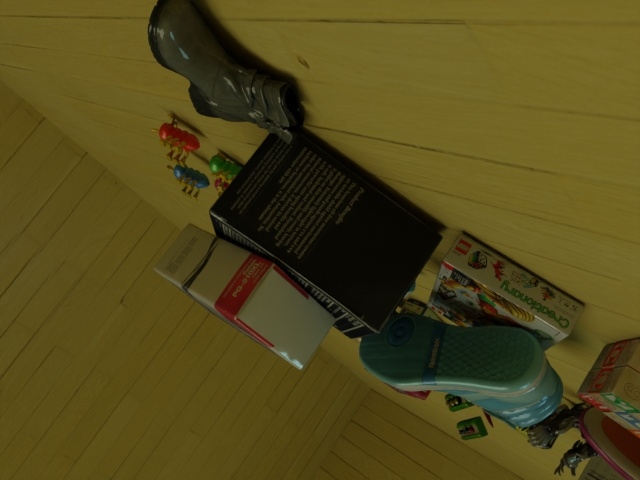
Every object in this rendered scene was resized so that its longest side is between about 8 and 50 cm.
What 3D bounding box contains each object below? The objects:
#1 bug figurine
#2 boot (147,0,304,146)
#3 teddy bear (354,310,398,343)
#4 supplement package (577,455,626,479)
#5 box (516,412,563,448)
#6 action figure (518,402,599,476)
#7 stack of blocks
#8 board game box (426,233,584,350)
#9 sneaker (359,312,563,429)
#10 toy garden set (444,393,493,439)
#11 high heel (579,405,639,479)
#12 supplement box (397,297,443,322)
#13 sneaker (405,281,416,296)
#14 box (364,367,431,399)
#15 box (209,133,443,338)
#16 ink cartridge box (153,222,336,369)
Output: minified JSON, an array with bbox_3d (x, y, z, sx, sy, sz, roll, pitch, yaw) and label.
[{"bbox_3d":[-0.241,-0.149,1.524,0.216,0.072,0.279,28,163,6],"label":"bug figurine"},{"bbox_3d":[-0.104,-0.213,0.926,0.161,0.083,0.246,20,166,18],"label":"boot"},{"bbox_3d":[0.051,0.124,1.599,0.338,0.113,0.245,42,-179,-40],"label":"teddy bear"},{"bbox_3d":[0.681,0.564,1.572,0.204,0.145,0.262,27,166,35],"label":"supplement package"},{"bbox_3d":[0.433,0.370,1.652,0.232,0.087,0.058,35,166,8],"label":"box"},{"bbox_3d":[0.484,0.387,1.447,0.164,0.141,0.276,52,165,-19],"label":"action figure"},{"bbox_3d":[0.508,0.248,0.948,0.297,0.087,0.171,34,168,7],"label":"stack of blocks"},{"bbox_3d":[0.268,0.100,1.123,0.193,0.053,0.305,32,168,13],"label":"board game box"},{"bbox_3d":[0.226,0.216,1.153,0.319,0.127,0.208,4,152,42],"label":"sneaker"},{"bbox_3d":[0.294,0.316,1.597,0.204,0.049,0.244,119,131,-68],"label":"toy garden set"},{"bbox_3d":[0.569,0.394,1.232,0.377,0.127,0.181,32,158,-1],"label":"high heel"},{"bbox_3d":[0.205,0.183,1.551,0.056,0.083,0.083,18,158,52],"label":"supplement box"},{"bbox_3d":[0.073,0.076,1.379,0.229,0.087,0.092,6,143,26],"label":"sneaker"},{"bbox_3d":[0.233,0.351,2.036,0.128,0.122,0.257,36,168,-6],"label":"box"},{"bbox_3d":[0.000,0.000,1.159,0.294,0.182,0.296,37,170,1],"label":"box"},{"bbox_3d":[-0.119,0.081,1.125,0.237,0.100,0.172,22,163,46],"label":"ink cartridge box"}]
